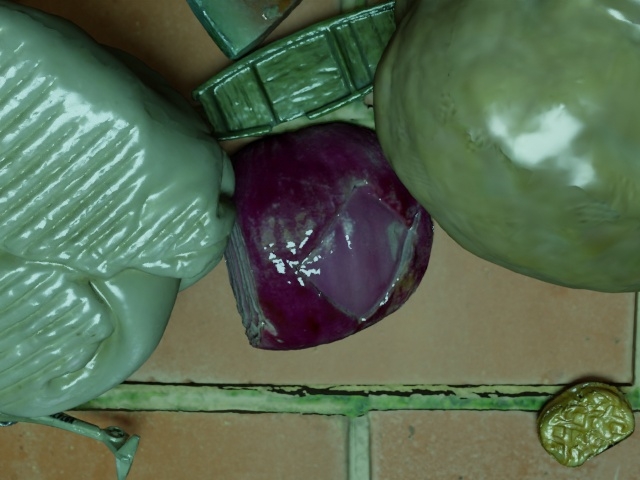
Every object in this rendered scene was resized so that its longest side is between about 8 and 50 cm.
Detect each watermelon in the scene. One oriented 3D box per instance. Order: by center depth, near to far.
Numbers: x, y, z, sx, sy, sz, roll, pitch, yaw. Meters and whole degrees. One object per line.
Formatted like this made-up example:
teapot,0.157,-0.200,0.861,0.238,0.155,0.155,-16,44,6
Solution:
watermelon,-0.041,-0.332,0.663,0.257,0.140,0.192,-32,103,0

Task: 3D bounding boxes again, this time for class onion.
onion,0.000,0.000,0.703,0.248,0.111,0.249,-13,96,7

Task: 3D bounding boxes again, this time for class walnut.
walnut,0.232,-0.134,0.543,0.382,0.381,0.380,1,99,4

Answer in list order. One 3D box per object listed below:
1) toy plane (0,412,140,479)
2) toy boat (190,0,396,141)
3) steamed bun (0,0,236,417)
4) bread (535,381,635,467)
toy plane,-0.346,0.195,0.756,0.287,0.108,0.092,20,99,-2
toy boat,0.008,-0.187,0.700,0.293,0.055,0.093,-22,96,7
steamed bun,-0.281,-0.054,0.641,0.342,0.255,0.367,-39,118,3
bread,0.303,0.209,0.745,0.111,0.044,0.083,-37,93,11
